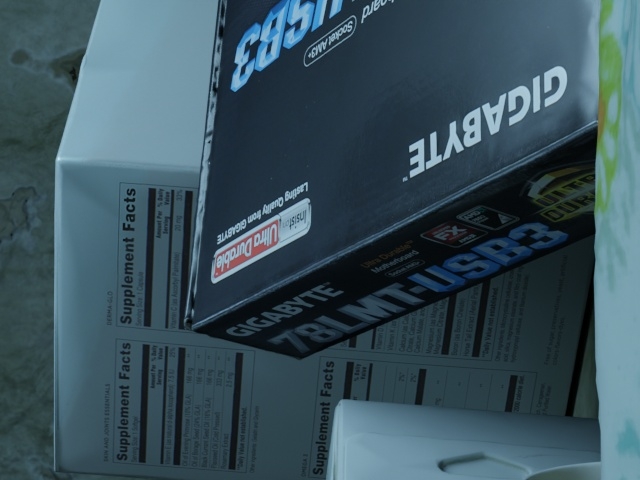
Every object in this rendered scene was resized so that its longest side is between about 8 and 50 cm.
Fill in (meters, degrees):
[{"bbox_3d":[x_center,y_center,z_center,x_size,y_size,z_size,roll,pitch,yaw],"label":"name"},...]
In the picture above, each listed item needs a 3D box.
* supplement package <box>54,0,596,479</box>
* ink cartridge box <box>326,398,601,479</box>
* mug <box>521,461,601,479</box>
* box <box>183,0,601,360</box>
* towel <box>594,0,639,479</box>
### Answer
[{"bbox_3d":[0.000,0.000,1.054,0.199,0.263,0.198,-87,2,-57],"label":"supplement package"},{"bbox_3d":[0.061,0.176,0.842,0.127,0.128,0.176,-89,3,-58],"label":"ink cartridge box"},{"bbox_3d":[0.105,0.118,0.705,0.078,0.062,0.064,-39,-54,-83],"label":"mug"},{"bbox_3d":[0.051,-0.125,0.809,0.295,0.073,0.293,-27,52,54],"label":"box"},{"bbox_3d":[0.101,-0.031,0.324,0.320,0.090,0.374,120,151,-85],"label":"towel"}]
